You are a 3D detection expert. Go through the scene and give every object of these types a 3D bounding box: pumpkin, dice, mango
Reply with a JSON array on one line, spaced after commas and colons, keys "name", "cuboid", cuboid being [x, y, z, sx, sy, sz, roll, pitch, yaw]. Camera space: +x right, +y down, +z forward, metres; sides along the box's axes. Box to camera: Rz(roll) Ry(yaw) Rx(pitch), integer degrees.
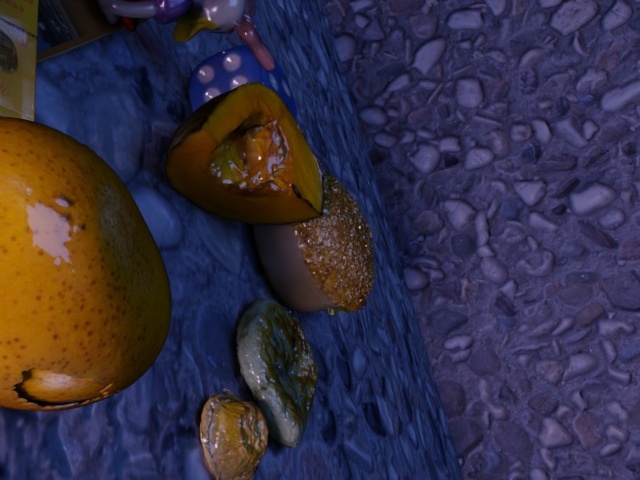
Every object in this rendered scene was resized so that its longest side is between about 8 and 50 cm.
[{"name": "pumpkin", "cuboid": [-0.127, -0.138, 0.894, 0.312, 0.148, 0.169, 34, 43, -57]}, {"name": "dice", "cuboid": [-0.130, -0.238, 1.024, 0.146, 0.146, 0.143, -1, 71, -73]}, {"name": "mango", "cuboid": [-0.205, 0.035, 0.464, 0.290, 0.160, 0.191, 60, 10, -65]}]

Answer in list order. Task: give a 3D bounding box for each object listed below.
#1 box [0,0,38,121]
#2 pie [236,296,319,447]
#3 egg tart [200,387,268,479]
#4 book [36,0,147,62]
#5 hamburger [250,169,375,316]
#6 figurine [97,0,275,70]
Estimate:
[{"name": "box", "cuboid": [-0.300, -0.180, 0.543, 0.087, 0.023, 0.155, 21, 60, -60]}, {"name": "pie", "cuboid": [-0.059, 0.202, 0.933, 0.240, 0.054, 0.240, -20, 90, -76]}, {"name": "egg tart", "cuboid": [-0.101, 0.247, 0.750, 0.129, 0.049, 0.129, -18, 90, -73]}, {"name": "book", "cuboid": [-0.330, -0.362, 0.706, 0.374, 0.028, 0.262, -78, 146, -62]}, {"name": "hamburger", "cuboid": [0.000, 0.000, 1.129, 0.294, 0.179, 0.276, 49, 28, -55]}, {"name": "figurine", "cuboid": [-0.195, -0.361, 0.762, 0.421, 0.193, 0.154, 46, 25, -68]}]
